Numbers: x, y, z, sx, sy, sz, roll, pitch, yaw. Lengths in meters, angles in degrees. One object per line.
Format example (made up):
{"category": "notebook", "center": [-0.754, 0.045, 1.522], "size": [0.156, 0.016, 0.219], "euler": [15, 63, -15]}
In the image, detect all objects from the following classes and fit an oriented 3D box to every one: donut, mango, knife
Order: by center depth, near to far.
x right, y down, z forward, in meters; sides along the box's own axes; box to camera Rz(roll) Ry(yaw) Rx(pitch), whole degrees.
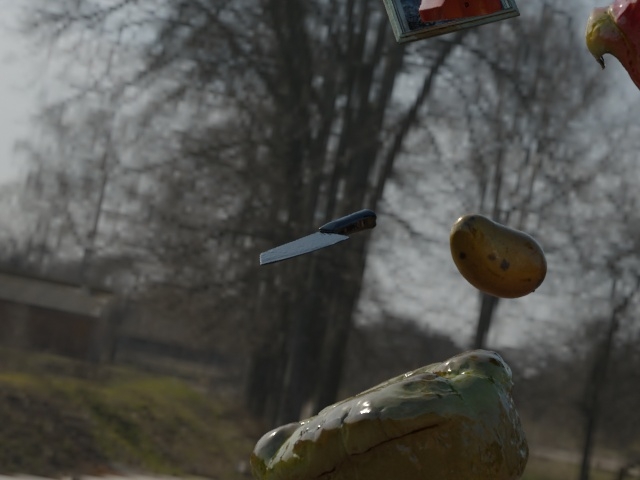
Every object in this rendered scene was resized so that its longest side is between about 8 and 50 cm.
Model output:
{"category": "donut", "center": [0.073, 0.189, 1.342], "size": [0.208, 0.128, 0.261], "euler": [-20, -4, -37]}
{"category": "knife", "center": [0.000, 0.000, 1.947], "size": [0.060, 0.028, 0.230], "euler": [9, 21, 42]}
{"category": "mango", "center": [0.282, 0.029, 2.397], "size": [0.178, 0.115, 0.090], "euler": [21, -4, -24]}

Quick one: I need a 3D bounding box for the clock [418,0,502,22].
{"category": "clock", "center": [0.125, -0.304, 1.550], "size": [0.061, 0.155, 0.113], "euler": [-19, 10, -15]}

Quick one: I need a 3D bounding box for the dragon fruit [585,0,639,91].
{"category": "dragon fruit", "center": [0.425, -0.235, 1.598], "size": [0.290, 0.291, 0.189], "euler": [14, -26, -36]}

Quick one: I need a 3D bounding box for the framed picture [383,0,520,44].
{"category": "framed picture", "center": [0.136, -0.303, 1.702], "size": [0.142, 0.183, 0.011], "euler": [-14, -39, -1]}
